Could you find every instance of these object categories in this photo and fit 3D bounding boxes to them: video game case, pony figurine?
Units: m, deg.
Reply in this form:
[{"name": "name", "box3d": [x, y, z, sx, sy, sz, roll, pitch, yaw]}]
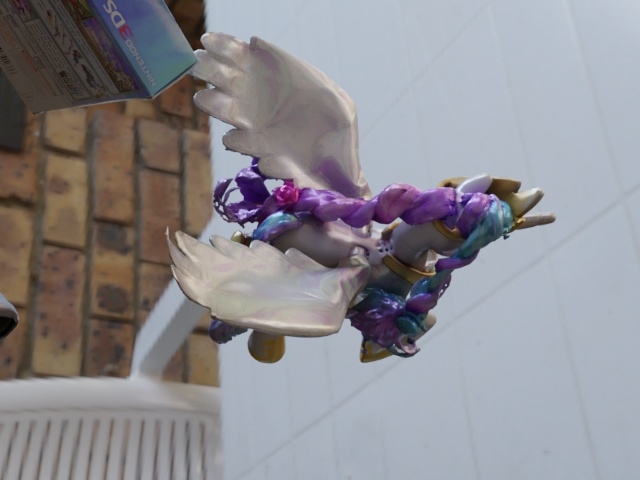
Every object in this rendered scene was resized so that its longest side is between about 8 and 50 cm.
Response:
[{"name": "video game case", "box3d": [-0.245, -0.237, 0.880, 0.061, 0.270, 0.244, -42, 26, -26]}, {"name": "pony figurine", "box3d": [0.000, 0.000, 1.045, 0.363, 0.350, 0.303, 133, 147, -55]}]

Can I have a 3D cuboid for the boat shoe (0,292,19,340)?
[{"name": "boat shoe", "box3d": [-0.315, 0.088, 0.731, 0.103, 0.092, 0.285, -66, -10, 27]}]
